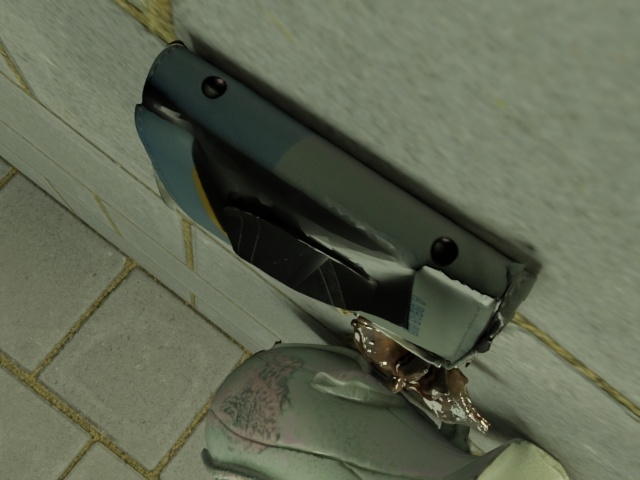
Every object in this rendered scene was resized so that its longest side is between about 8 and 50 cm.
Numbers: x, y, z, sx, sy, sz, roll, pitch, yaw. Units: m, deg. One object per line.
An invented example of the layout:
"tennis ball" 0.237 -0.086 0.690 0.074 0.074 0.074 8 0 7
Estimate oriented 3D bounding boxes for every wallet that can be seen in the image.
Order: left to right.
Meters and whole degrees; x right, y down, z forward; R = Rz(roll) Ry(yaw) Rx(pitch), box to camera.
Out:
"wallet" 0.000 0.000 0.401 0.231 0.069 0.170 34 161 13

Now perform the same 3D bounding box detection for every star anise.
"star anise" 0.081 0.103 0.539 0.129 0.056 0.124 38 178 12

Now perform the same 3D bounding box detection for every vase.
"vase" 0.048 0.256 0.762 0.250 0.250 0.445 46 158 -29
